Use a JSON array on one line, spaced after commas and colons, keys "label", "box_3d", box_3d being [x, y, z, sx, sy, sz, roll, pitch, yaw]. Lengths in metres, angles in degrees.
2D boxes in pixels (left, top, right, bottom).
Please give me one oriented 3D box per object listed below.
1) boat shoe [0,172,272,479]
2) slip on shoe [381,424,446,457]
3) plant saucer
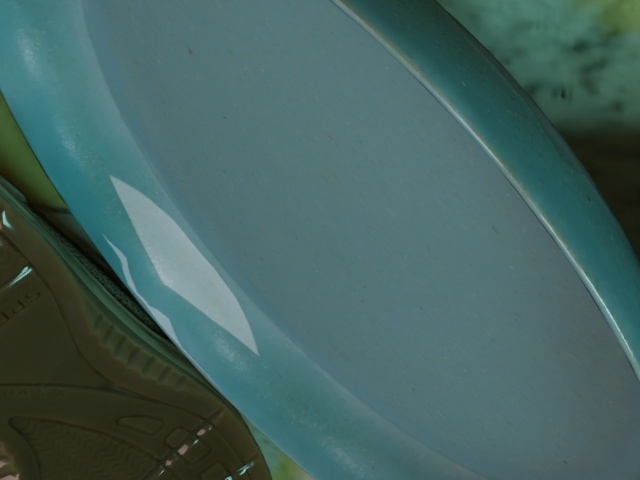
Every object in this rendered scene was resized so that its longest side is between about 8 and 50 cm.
[{"label": "boat shoe", "box_3d": [-0.123, 0.061, 0.657, 0.110, 0.121, 0.341, 52, 173, 51]}, {"label": "slip on shoe", "box_3d": [0.072, 0.064, 0.576, 0.135, 0.051, 0.041, -14, 86, 53]}, {"label": "plant saucer", "box_3d": [0.000, 0.000, 0.477, 0.317, 0.043, 0.318, 38, 155, 21]}]
